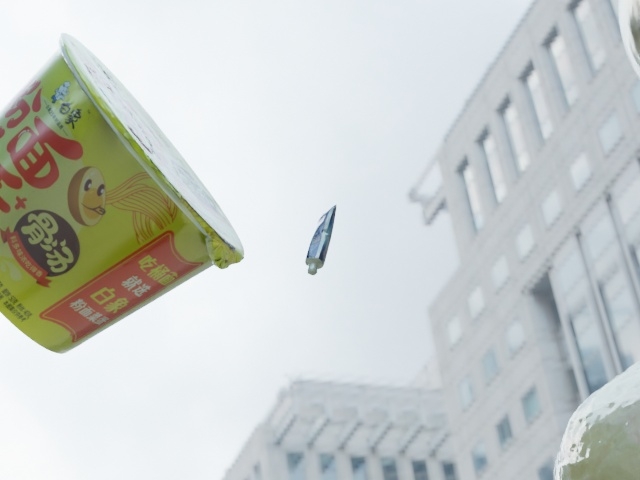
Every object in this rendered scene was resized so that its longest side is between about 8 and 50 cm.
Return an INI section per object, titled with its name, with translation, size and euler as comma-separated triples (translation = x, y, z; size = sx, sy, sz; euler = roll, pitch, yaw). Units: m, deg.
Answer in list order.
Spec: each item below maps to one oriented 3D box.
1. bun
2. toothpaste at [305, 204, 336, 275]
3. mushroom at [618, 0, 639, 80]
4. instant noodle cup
[bun]
translation = 0.391, 0.202, 1.279
size = 0.361, 0.213, 0.361
euler = -9, -26, -4
[toothpaste]
translation = 0.000, 0.000, 1.325
size = 0.019, 0.083, 0.027
euler = 32, -41, -21
[mushroom]
translation = 0.301, -0.146, 0.732
size = 0.254, 0.234, 0.260
euler = -43, -11, -25
[instant noodle cup]
translation = -0.256, -0.033, 1.421
size = 0.221, 0.311, 0.311
euler = -39, -41, 3
